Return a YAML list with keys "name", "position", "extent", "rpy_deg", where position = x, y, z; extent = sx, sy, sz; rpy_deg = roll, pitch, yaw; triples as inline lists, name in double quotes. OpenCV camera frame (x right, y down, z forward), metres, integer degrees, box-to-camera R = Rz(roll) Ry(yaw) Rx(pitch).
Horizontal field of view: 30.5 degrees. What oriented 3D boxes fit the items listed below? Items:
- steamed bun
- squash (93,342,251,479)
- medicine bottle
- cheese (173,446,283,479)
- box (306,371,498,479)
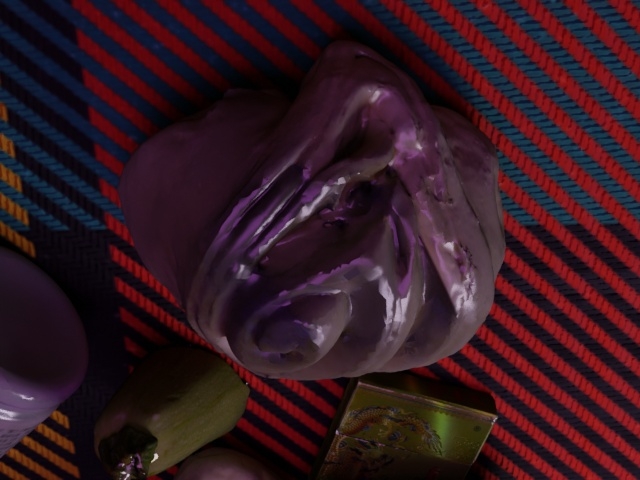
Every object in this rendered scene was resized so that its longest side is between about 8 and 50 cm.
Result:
- name: "steamed bun"
  position: [0.000, 0.000, 1.108]
  extent: [0.339, 0.247, 0.352]
  rpy_deg: [-35, 112, 21]
- name: "squash"
  position: [-0.189, 0.187, 1.256]
  extent: [0.137, 0.287, 0.137]
  rpy_deg: [2, 96, 18]
- name: "medicine bottle"
  position: [-0.420, 0.167, 1.260]
  extent: [0.202, 0.202, 0.316]
  rpy_deg: [39, 116, -22]
- name: "cheese"
  position: [-0.126, 0.381, 1.401]
  extent: [0.159, 0.093, 0.263]
  rpy_deg: [15, 91, -22]
- name: "box"
  position: [0.076, 0.291, 1.419]
  extent: [0.172, 0.043, 0.311]
  rpy_deg: [16, 123, -9]
